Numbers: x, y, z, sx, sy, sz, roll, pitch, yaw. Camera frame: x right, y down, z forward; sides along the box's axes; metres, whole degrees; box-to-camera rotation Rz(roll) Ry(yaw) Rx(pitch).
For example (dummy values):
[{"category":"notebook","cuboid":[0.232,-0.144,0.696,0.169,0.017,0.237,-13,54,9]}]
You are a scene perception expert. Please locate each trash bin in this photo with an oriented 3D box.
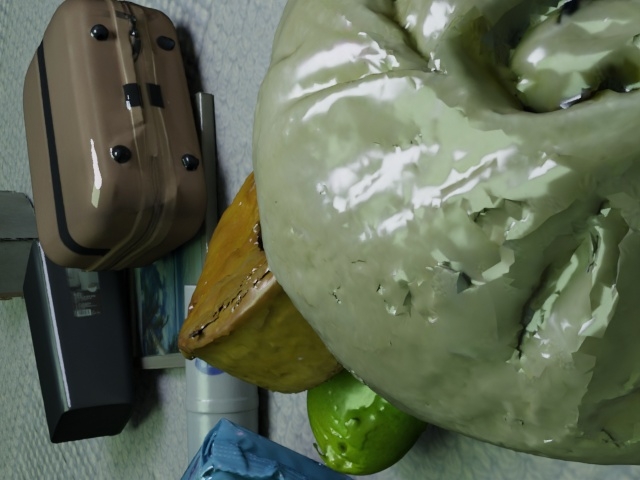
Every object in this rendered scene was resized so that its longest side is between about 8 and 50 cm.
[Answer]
[{"category":"trash bin","cuboid":[-0.311,0.130,1.249,0.165,0.115,0.225,128,134,-55]}]

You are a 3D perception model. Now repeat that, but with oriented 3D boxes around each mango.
[{"category":"mango","cuboid":[0.054,0.108,0.775,0.178,0.100,0.119,-64,32,23]}]

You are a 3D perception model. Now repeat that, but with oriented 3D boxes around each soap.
[{"category":"soap","cuboid":[-0.082,0.290,0.923,0.293,0.156,0.077,-58,8,35]}]

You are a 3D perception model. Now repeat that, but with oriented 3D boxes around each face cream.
[{"category":"face cream","cuboid":[-0.103,0.170,1.015,0.077,0.077,0.250,-2,90,55]}]

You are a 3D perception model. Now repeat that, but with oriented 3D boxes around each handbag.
[{"category":"handbag","cuboid":[-0.263,-0.104,1.152,0.283,0.149,0.301,-37,61,50]}]

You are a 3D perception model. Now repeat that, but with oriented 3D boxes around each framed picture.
[{"category":"framed picture","cuboid":[-0.185,-0.001,1.178,0.232,0.024,0.314,-14,78,54]}]

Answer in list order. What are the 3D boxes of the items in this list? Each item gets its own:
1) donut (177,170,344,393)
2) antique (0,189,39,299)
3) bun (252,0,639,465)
[{"category":"donut","cuboid":[-0.001,0.002,0.752,0.277,0.108,0.277,-44,17,18]},{"category":"antique","cuboid":[-0.545,0.014,1.586,0.152,0.147,0.148,52,131,43]},{"category":"bun","cuboid":[0.114,-0.057,0.495,0.326,0.234,0.362,-29,68,12]}]
